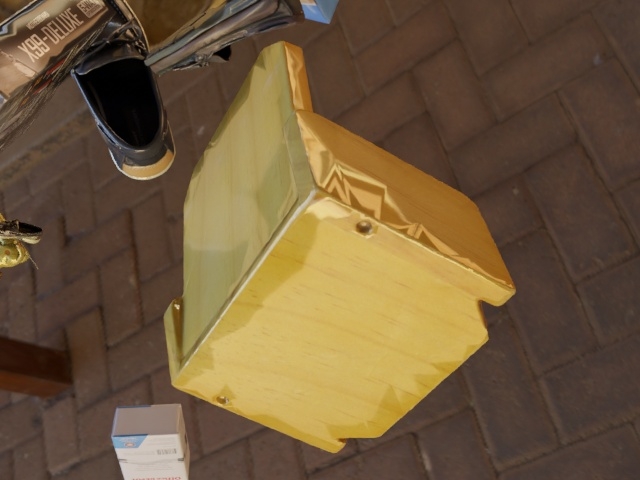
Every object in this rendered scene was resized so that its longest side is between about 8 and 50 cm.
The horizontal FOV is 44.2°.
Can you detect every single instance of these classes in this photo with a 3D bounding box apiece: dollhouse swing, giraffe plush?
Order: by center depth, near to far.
[{"bbox_3d":[0.000,0.000,0.930,0.347,0.315,0.305,-53,18,37],"label":"dollhouse swing"},{"bbox_3d":[-0.896,0.046,2.145,0.170,0.181,0.210,-35,65,-17],"label":"giraffe plush"}]

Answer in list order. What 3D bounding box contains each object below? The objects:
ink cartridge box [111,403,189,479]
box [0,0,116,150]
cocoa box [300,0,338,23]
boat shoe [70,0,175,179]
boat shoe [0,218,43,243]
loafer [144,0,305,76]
[{"bbox_3d":[-0.360,0.440,1.695,0.139,0.191,0.082,-2,45,-3],"label":"ink cartridge box"},{"bbox_3d":[-0.425,-0.186,1.038,0.307,0.076,0.242,-33,20,41],"label":"box"},{"bbox_3d":[-0.052,-0.570,1.262,0.231,0.228,0.347,19,84,20],"label":"cocoa box"},{"bbox_3d":[-0.440,-0.372,1.659,0.186,0.156,0.501,-21,82,-12],"label":"boat shoe"},{"bbox_3d":[-0.810,-0.034,2.084,0.049,0.152,0.056,-48,48,32],"label":"boat shoe"},{"bbox_3d":[-0.141,-0.288,1.125,0.267,0.084,0.096,-22,28,34],"label":"loafer"}]
